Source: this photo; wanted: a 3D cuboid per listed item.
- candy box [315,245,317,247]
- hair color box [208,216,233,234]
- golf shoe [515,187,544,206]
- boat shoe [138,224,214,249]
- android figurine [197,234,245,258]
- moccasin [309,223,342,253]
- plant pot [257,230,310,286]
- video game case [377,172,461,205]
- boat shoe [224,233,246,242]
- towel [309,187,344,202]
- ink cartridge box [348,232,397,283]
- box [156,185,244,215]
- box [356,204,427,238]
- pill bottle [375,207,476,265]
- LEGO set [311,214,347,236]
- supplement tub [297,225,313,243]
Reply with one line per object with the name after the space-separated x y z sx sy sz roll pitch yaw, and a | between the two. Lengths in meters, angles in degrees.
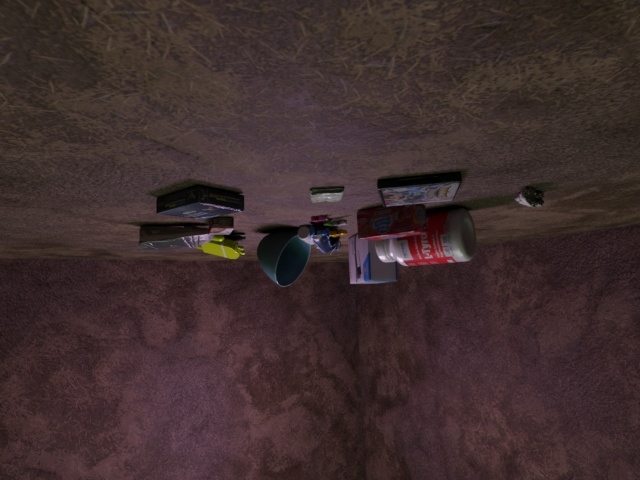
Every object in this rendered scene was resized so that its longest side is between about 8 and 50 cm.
0.000 0.000 2.301 0.027 0.105 0.206 -27 166 15 | candy box
-0.430 -0.061 1.866 0.093 0.054 0.167 1 171 -18 | hair color box
0.745 -0.149 1.570 0.086 0.069 0.176 -1 175 43 | golf shoe
-0.644 -0.029 1.939 0.320 0.103 0.118 -7 155 -11 | boat shoe
-0.522 0.027 2.215 0.272 0.056 0.248 11 156 2 | android figurine
0.045 -0.006 2.158 0.116 0.138 0.342 -9 172 15 | moccasin
-0.214 0.068 2.245 0.195 0.290 0.290 23 -175 27 | plant pot
0.321 -0.161 1.425 0.248 0.035 0.275 -4 173 11 | video game case
-0.483 0.007 2.313 0.227 0.069 0.081 -8 170 36 | boat shoe
0.021 -0.148 1.463 0.113 0.023 0.152 -2 173 0 | towel
0.286 0.098 2.448 0.166 0.286 0.395 0 172 -11 | ink cartridge box
-0.392 -0.118 1.411 0.232 0.059 0.183 -8 170 37 | box
0.286 -0.074 1.749 0.256 0.123 0.128 -9 171 39 | box
0.461 -0.005 1.935 0.407 0.229 0.229 -9 171 37 | pill bottle
0.063 -0.058 1.944 0.093 0.087 0.227 -7 173 34 | LEGO set
-0.063 -0.026 2.153 0.070 0.071 0.107 -6 164 23 | supplement tub
